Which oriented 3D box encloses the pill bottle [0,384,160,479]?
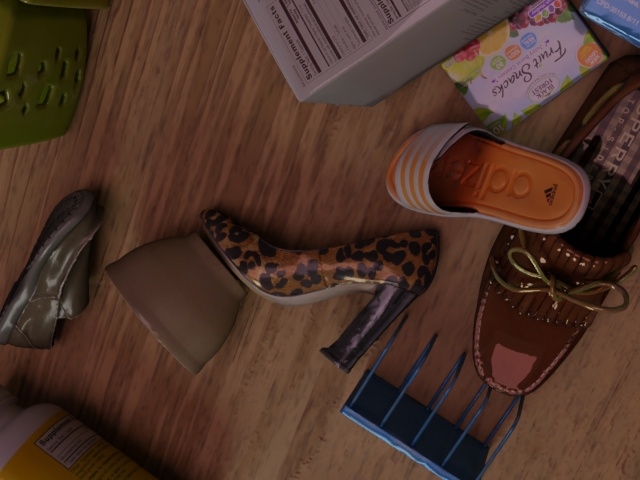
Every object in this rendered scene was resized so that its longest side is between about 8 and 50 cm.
[{"bbox_3d":[-0.325,0.325,1.339,0.334,0.188,0.188,35,112,5],"label":"pill bottle"}]

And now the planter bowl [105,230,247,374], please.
[{"bbox_3d":[-0.154,0.058,1.242,0.109,0.162,0.162,-40,91,-5],"label":"planter bowl"}]

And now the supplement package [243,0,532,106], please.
[{"bbox_3d":[0.074,-0.279,1.023,0.262,0.199,0.198,-31,83,23],"label":"supplement package"}]

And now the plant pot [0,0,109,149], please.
[{"bbox_3d":[-0.379,-0.244,1.180,0.228,0.227,0.207,32,106,7],"label":"plant pot"}]

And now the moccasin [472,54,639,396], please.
[{"bbox_3d":[0.261,-0.001,1.089,0.139,0.147,0.380,32,112,6],"label":"moccasin"}]

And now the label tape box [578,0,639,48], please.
[{"bbox_3d":[0.432,-0.302,0.973,0.249,0.115,0.348,31,109,6],"label":"label tape box"}]

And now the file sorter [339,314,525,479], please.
[{"bbox_3d":[0.130,0.178,1.197,0.170,0.118,0.104,33,109,6],"label":"file sorter"}]

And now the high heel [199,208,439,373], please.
[{"bbox_3d":[0.000,0.000,1.224,0.261,0.093,0.186,41,90,16],"label":"high heel"}]

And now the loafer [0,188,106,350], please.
[{"bbox_3d":[-0.317,0.042,1.320,0.087,0.094,0.251,26,123,-18],"label":"loafer"}]

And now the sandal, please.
[{"bbox_3d":[0.148,-0.072,1.077,0.265,0.076,0.102,15,88,50],"label":"sandal"}]

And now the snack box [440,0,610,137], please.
[{"bbox_3d":[0.210,-0.186,1.111,0.141,0.037,0.100,-36,93,22],"label":"snack box"}]
